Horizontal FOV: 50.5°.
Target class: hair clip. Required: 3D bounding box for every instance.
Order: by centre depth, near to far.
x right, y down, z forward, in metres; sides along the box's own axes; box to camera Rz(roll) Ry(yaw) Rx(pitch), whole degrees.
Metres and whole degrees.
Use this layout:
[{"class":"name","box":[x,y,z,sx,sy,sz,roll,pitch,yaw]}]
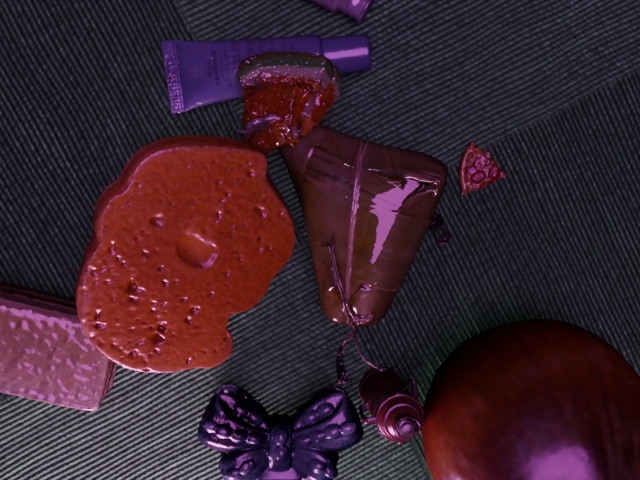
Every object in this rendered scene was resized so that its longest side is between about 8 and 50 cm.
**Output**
[{"class":"hair clip","box":[-0.077,0.386,1.304,0.310,0.194,0.206,2,86,-2]}]

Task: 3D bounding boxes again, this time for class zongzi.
[{"class":"zongzi","box":[0.000,0.000,1.289,0.418,0.181,0.447,23,99,8]}]

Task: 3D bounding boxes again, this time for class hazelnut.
[{"class":"hazelnut","box":[0.399,0.335,1.252,0.429,0.402,0.402,-11,97,-5]}]

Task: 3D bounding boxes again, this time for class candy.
[{"class":"candy","box":[-0.536,0.186,1.250,0.321,0.135,0.179,16,95,-7]}]

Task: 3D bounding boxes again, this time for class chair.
[{"class":"chair","box":[0.232,-0.031,1.363,0.037,0.042,0.086,-34,134,-1]}]

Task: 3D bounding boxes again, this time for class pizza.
[{"class":"pizza","box":[0.316,-0.151,1.360,0.100,0.029,0.099,-21,97,-4]}]

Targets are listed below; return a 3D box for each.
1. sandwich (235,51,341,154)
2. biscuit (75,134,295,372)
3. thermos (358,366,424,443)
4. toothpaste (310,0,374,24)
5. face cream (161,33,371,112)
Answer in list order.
[{"class":"sandwich","box":[-0.057,-0.243,1.192,0.185,0.109,0.160,-7,66,10]},{"class":"biscuit","box":[-0.237,0.024,1.187,0.350,0.078,0.455,28,98,-36]},{"class":"thermos","box":[0.133,0.317,1.285,0.124,0.232,0.099,-3,97,-5]},{"class":"toothpaste","box":[-0.039,-0.508,1.270,0.299,0.073,0.114,30,92,0]},{"class":"face cream","box":[-0.099,-0.330,1.272,0.385,0.086,0.135,-7,94,0]}]
